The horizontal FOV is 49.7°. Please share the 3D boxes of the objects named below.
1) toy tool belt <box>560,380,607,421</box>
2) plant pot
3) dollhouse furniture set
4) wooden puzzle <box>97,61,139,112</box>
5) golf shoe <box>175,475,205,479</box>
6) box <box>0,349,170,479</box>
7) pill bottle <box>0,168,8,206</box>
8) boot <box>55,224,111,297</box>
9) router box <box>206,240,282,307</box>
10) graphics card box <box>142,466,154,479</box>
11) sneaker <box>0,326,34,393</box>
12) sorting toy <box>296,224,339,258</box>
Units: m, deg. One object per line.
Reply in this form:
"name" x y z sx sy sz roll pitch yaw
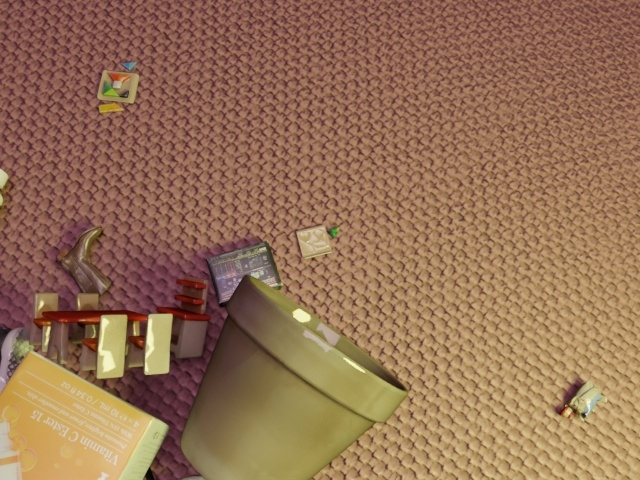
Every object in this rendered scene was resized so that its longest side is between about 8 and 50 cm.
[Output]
"toy tool belt" 0.483 0.302 1.260 0.051 0.052 0.083 40 73 16
"plant pot" -0.067 0.260 1.113 0.323 0.323 0.280 34 89 6
"dollhouse furniture set" -0.318 0.125 1.140 0.259 0.262 0.135 5 91 -43
"wooden puzzle" -0.407 -0.310 1.391 0.078 0.014 0.116 1 72 -5
"golf shoe" -0.196 0.474 1.134 0.086 0.069 0.176 -18 76 -17
"box" -0.406 0.371 0.996 0.215 0.168 0.345 26 71 6
"pill bottle" -0.635 -0.058 1.245 0.094 0.094 0.169 19 72 1
"boot" -0.412 0.044 1.264 0.106 0.037 0.114 -42 77 -3
"router box" -0.141 0.062 1.284 0.122 0.038 0.092 -16 74 -10
"graphics card box" -0.333 0.539 1.083 0.232 0.094 0.371 -21 74 -11
"sneaker" -0.588 0.280 1.146 0.146 0.102 0.293 8 67 1
"sorting toy" 0.000 0.000 1.331 0.083 0.012 0.062 -13 69 -6
